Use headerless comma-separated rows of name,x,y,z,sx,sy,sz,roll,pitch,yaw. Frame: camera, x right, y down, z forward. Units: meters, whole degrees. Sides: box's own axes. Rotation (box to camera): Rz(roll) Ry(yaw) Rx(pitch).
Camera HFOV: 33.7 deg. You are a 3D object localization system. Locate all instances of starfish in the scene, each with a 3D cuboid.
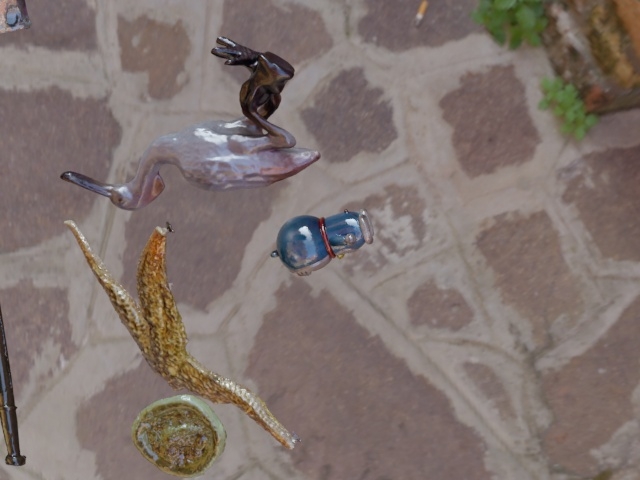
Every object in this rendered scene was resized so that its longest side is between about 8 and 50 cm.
starfish,-0.226,0.129,1.650,0.132,0.398,0.384,-31,114,-19

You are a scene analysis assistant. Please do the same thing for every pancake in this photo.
pancake,-0.154,0.213,1.154,0.108,0.017,0.108,3,113,6

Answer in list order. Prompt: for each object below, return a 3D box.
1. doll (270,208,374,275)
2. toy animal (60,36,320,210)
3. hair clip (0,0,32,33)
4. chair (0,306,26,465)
doll,0.000,0.000,1.500,0.151,0.114,0.086,-17,103,7
toy animal,-0.141,-0.111,1.312,0.195,0.324,0.090,46,24,-22
hair clip,-0.249,-0.110,0.613,0.172,0.049,0.116,-39,130,-35
chair,-0.592,0.068,1.312,0.361,0.364,0.410,4,84,14
